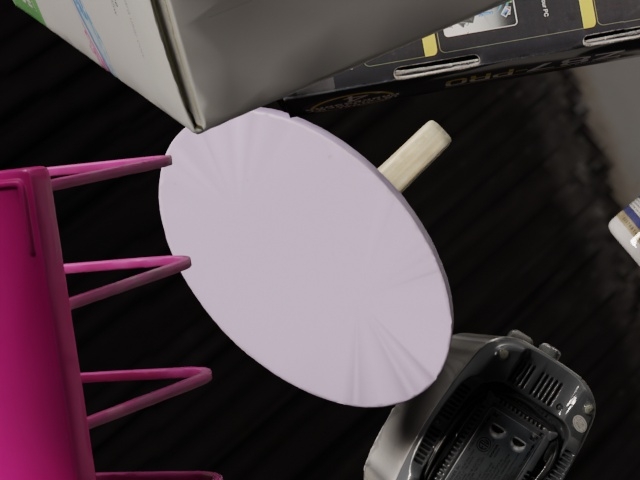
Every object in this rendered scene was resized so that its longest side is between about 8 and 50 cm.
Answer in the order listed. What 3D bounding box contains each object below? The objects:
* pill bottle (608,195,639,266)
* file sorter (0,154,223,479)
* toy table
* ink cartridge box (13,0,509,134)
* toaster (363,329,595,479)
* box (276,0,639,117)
[{"bbox_3d":[0.326,-0.031,1.537,0.094,0.169,0.094,48,-172,-9],"label":"pill bottle"},{"bbox_3d":[-0.181,0.099,1.140,0.202,0.182,0.290,-5,96,29],"label":"file sorter"},{"bbox_3d":[0.000,0.000,1.540,0.252,0.161,0.274,-31,95,12],"label":"toy table"},{"bbox_3d":[-0.035,-0.135,0.756,0.212,0.154,0.093,33,145,58],"label":"ink cartridge box"},{"bbox_3d":[0.124,0.180,1.606,0.129,0.227,0.146,32,178,-12],"label":"toaster"},{"bbox_3d":[0.095,-0.299,1.198,0.097,0.318,0.394,45,-146,-86],"label":"box"}]
